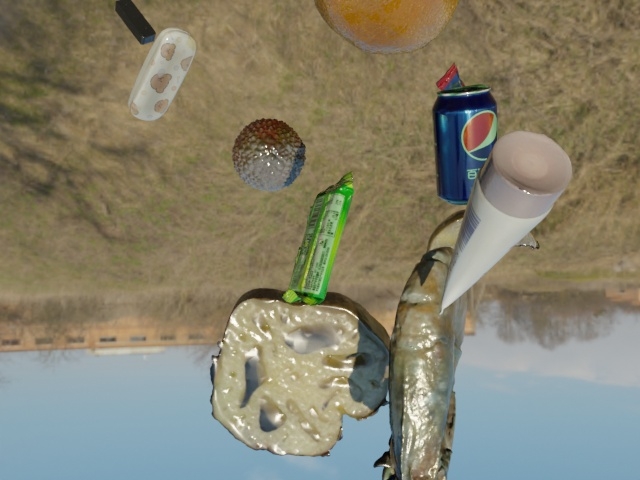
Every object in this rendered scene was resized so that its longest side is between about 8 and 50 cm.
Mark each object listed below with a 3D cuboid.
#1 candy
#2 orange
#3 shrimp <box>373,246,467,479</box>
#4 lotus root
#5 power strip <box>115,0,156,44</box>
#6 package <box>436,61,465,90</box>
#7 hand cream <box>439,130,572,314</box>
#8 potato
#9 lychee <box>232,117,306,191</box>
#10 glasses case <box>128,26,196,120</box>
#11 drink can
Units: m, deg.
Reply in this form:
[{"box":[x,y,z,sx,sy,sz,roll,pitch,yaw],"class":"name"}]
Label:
[{"box":[0.001,0.000,0.813,0.032,0.178,0.102,20,169,-21],"class":"candy"},{"box":[0.146,-0.577,1.373,0.322,0.322,0.357,-5,158,40],"class":"orange"},{"box":[0.162,0.228,0.938,0.109,0.446,0.221,5,169,27],"class":"shrimp"},{"box":[-0.050,0.264,1.274,0.390,0.375,0.111,-33,-166,9],"class":"lotus root"},{"box":[-0.403,-0.476,1.342,0.038,0.111,0.029,-31,170,-33],"class":"power strip"},{"box":[0.403,-0.428,1.820,0.022,0.083,0.200,35,175,44],"class":"package"},{"box":[0.193,-0.013,0.705,0.083,0.133,0.248,30,153,11],"class":"hand cream"},{"box":[0.377,-0.042,1.464,0.261,0.100,0.120,-5,-146,8],"class":"potato"},{"box":[-0.114,-0.187,1.355,0.165,0.165,0.197,1,-177,-19],"class":"lychee"},{"box":[-0.256,-0.265,0.994,0.063,0.041,0.164,8,126,-45],"class":"glasses case"},{"box":[0.263,-0.173,1.119,0.118,0.205,0.118,-8,-162,2],"class":"drink can"}]
